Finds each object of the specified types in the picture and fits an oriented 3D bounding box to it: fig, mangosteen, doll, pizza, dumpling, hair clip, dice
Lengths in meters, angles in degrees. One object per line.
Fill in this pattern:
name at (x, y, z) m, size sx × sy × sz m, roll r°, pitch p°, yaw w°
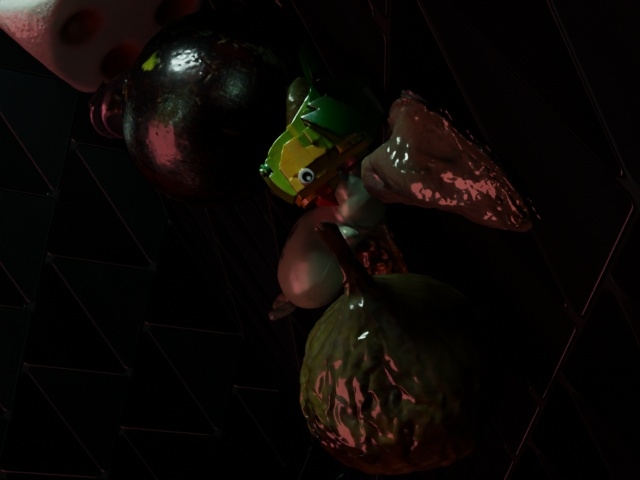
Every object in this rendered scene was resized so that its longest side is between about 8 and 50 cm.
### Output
fig at (0.069, 0.125, 1.699) m, size 0.369 × 0.286 × 0.286 m, roll 55°, pitch 170°, yaw -32°
mangosteen at (-0.131, -0.173, 1.771) m, size 0.288 × 0.288 × 0.288 m, roll 51°, pitch 168°, yaw 15°
doll at (0.013, 0.001, 1.795) m, size 0.113 × 0.275 × 0.155 m, roll 18°, pitch -156°, yaw -7°
pizza at (0.075, 0.042, 1.979) m, size 0.229 × 0.081 × 0.289 m, roll 52°, pitch 167°, yaw 7°
dumpling at (0.114, -0.081, 1.479) m, size 0.166 × 0.086 × 0.332 m, roll 55°, pitch 165°, yaw -18°
hair clip at (-0.191, -0.196, 1.947) m, size 0.358 × 0.110 × 0.096 m, roll 12°, pitch -124°, yaw -43°
doll at (-0.001, -0.130, 1.580) m, size 0.134 × 0.186 × 0.106 m, roll 25°, pitch 166°, yaw -1°
dice at (-0.335, -0.374, 1.844) m, size 0.243 × 0.259 × 0.251 m, roll 47°, pitch -176°, yaw 29°

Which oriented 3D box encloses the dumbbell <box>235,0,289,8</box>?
dumbbell at (-0.104, -0.350, 1.523) m, size 0.208 × 0.099 × 0.099 m, roll 51°, pitch 168°, yaw 13°
